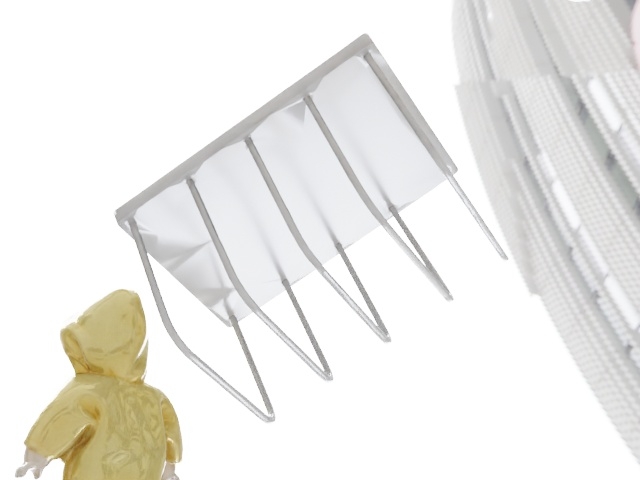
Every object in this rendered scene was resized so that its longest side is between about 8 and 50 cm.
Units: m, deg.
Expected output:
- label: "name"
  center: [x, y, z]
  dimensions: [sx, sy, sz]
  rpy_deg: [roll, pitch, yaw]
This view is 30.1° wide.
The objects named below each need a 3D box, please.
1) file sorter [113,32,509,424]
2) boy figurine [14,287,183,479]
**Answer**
- label: "file sorter"
  center: [0.000, 0.000, 1.056]
  dimensions: [0.278, 0.193, 0.173]
  rpy_deg: [-35, -135, 6]
- label: "boy figurine"
  center: [-0.199, 0.185, 1.075]
  dimensions: [0.177, 0.092, 0.285]
  rpy_deg: [8, -106, -47]
